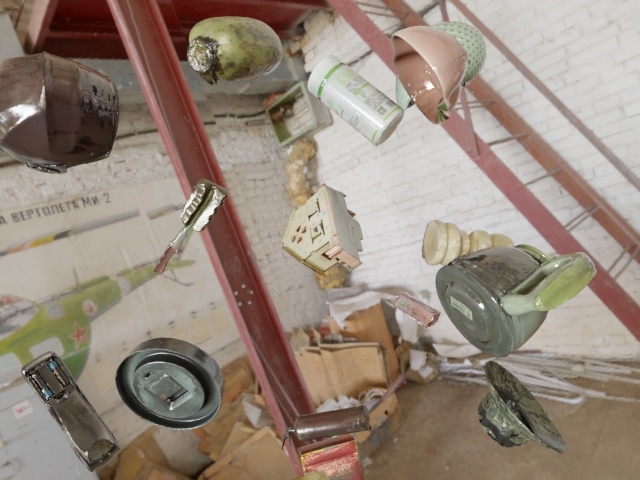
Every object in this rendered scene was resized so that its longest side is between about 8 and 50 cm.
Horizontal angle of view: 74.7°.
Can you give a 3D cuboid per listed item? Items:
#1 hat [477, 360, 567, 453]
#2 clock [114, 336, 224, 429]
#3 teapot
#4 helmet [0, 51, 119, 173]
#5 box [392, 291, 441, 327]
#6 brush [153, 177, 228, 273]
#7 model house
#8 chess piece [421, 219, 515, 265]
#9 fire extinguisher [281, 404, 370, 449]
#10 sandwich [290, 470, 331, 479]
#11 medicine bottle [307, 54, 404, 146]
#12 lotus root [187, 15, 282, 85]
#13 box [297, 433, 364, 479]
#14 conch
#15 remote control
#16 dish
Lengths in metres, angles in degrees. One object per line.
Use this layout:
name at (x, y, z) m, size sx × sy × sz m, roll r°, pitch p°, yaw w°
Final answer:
hat at (0.489, 0.458, 1.092) m, size 0.128 × 0.265 × 0.265 m, roll -52°, pitch -10°, yaw 22°
clock at (-0.429, 0.417, 1.210) m, size 0.313 × 0.312 × 0.061 m, roll -19°, pitch 22°, yaw 14°
teapot at (0.426, 0.092, 0.947) m, size 0.239 × 0.239 × 0.321 m, roll -29°, pitch -31°, yaw -14°
helmet at (-0.574, -0.261, 0.846) m, size 0.305 × 0.224 × 0.177 m, roll -10°, pitch -5°, yaw 14°
box at (0.344, 0.244, 1.494) m, size 0.060 × 0.156 × 0.111 m, roll -61°, pitch -27°, yaw 9°
brush at (-0.352, -0.029, 1.097) m, size 0.301 × 0.084 × 0.071 m, roll -52°, pitch 33°, yaw 15°
model house at (0.000, 0.000, 1.406) m, size 0.244 × 0.326 × 0.169 m, roll -35°, pitch -46°, yaw 25°
chess piece at (0.450, 0.017, 1.256) m, size 0.261 × 0.142 × 0.143 m, roll 5°, pitch 1°, yaw -5°
fire extinguisher at (0.010, 0.548, 1.224) m, size 0.268 × 0.089 × 0.072 m, roll -14°, pitch -27°, yaw 11°
sandwich at (-0.091, 0.516, 0.750) m, size 0.249 × 0.095 × 0.273 m, roll -11°, pitch -38°, yaw -20°
medicine bottle at (0.069, -0.273, 0.821) m, size 0.086 × 0.183 × 0.086 m, roll -45°, pitch -11°, yaw -12°
lotus root at (-0.203, -0.493, 1.080) m, size 0.173 × 0.173 × 0.309 m, roll -17°, pitch 12°, yaw 36°
box at (0.051, 0.841, 1.409) m, size 0.198 × 0.313 × 0.089 m, roll -10°, pitch -7°, yaw -12°
conch at (0.366, -0.572, 1.382) m, size 0.319 × 0.215 × 0.303 m, roll -33°, pitch 8°, yaw -19°
remote control at (-0.413, 0.282, 0.696) m, size 0.028 × 0.212 × 0.059 m, roll -29°, pitch 6°, yaw 47°
dish at (0.239, -0.350, 0.866) m, size 0.090 × 0.213 × 0.213 m, roll -34°, pitch 3°, yaw 3°
